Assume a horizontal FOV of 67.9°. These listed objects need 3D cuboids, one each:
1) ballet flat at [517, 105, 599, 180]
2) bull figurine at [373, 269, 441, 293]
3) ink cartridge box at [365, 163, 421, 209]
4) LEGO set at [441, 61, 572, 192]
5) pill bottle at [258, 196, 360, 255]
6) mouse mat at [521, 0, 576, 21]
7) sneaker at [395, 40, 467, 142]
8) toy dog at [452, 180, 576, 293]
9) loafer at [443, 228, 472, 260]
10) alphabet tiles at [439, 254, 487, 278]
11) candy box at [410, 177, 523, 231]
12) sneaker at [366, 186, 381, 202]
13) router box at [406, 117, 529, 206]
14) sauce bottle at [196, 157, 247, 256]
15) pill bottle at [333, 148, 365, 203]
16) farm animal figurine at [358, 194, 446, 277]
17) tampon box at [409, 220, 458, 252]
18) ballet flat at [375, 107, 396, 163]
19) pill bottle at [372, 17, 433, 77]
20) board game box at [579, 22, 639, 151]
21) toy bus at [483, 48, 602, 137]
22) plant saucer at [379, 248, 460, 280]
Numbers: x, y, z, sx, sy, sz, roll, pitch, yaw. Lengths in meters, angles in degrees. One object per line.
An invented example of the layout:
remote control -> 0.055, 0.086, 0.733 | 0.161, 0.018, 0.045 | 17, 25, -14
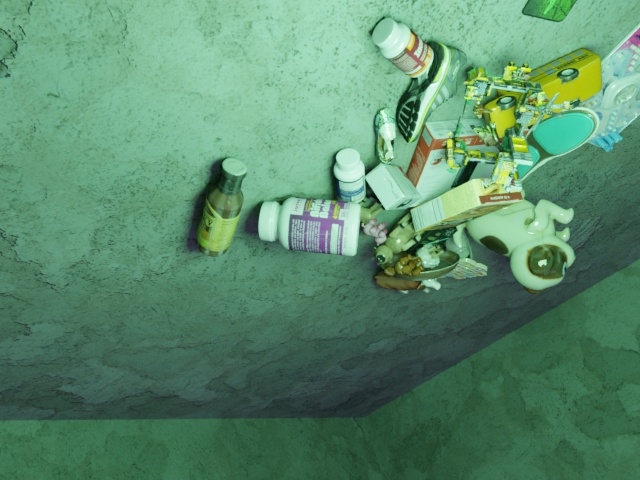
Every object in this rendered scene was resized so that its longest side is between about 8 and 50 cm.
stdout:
ballet flat -> 0.725, -0.321, 1.523 | 0.139, 0.139, 0.400 | -5, 161, -20
bull figurine -> 0.381, 0.168, 2.006 | 0.310, 0.101, 0.188 | 1, 163, 39
ink cartridge box -> 0.228, -0.166, 1.483 | 0.072, 0.127, 0.175 | -38, 166, 26
LEGO set -> 0.463, -0.278, 1.259 | 0.254, 0.192, 0.331 | 15, 134, -1
pill bottle -> -0.032, -0.048, 1.476 | 0.301, 0.169, 0.169 | 6, 145, 6
mouse mat -> 0.606, -0.640, 1.178 | 0.152, 0.007, 0.190 | -2, 141, -23
sneaker -> 0.302, -0.388, 1.291 | 0.121, 0.111, 0.300 | -8, 146, -24
toy dog -> 0.727, -0.014, 1.718 | 0.395, 0.408, 0.285 | -21, 144, -9
loafer -> 0.577, 0.022, 1.977 | 0.112, 0.112, 0.319 | -29, 144, 13
alphabet tiles -> 0.566, 0.123, 2.058 | 0.277, 0.021, 0.284 | 20, 159, -30
candy box -> 0.459, -0.113, 1.532 | 0.182, 0.088, 0.316 | -7, 169, -26
sneaker -> 0.218, -0.140, 1.571 | 0.051, 0.089, 0.170 | -38, 166, 30
router box -> 0.463, -0.258, 1.564 | 0.335, 0.082, 0.301 | -9, 144, -15
sauce bottle -> -0.289, -0.094, 1.401 | 0.111, 0.111, 0.344 | 0, 139, -26
pill bottle -> 0.089, -0.197, 1.455 | 0.094, 0.094, 0.169 | -17, 145, -4
farm animal figurine -> 0.242, -0.008, 1.670 | 0.326, 0.330, 0.172 | -19, 163, -46
tampon box -> 0.416, -0.037, 1.826 | 0.120, 0.102, 0.161 | 10, 137, -36
ballet flat -> 0.197, -0.300, 1.393 | 0.070, 0.070, 0.188 | -18, 145, -3
pill bottle -> 0.198, -0.465, 1.147 | 0.152, 0.086, 0.086 | 18, 131, -42
board game box -> 0.994, -0.477, 1.552 | 0.389, 0.050, 0.390 | 7, 137, -33
toy bus -> 0.629, -0.421, 1.367 | 0.332, 0.130, 0.108 | -24, 128, 6
plant saucer -> 0.385, 0.095, 1.849 | 0.310, 0.310, 0.050 | -12, 104, -11
